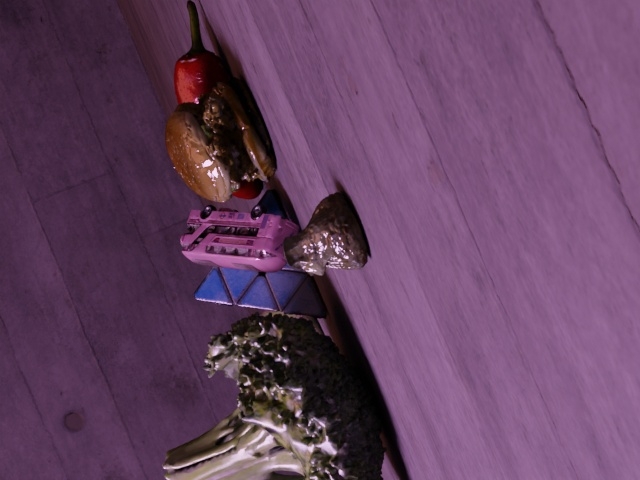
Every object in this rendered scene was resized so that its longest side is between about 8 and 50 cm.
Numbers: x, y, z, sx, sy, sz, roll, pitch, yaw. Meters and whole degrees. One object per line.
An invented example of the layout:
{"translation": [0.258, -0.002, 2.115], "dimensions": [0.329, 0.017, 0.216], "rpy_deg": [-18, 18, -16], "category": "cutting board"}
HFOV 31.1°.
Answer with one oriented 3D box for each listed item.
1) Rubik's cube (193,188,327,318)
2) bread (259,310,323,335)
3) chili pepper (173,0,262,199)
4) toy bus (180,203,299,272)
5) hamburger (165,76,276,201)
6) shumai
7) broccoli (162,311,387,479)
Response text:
{"translation": [-0.102, 0.010, 1.755], "dimensions": [0.211, 0.190, 0.178], "rpy_deg": [-136, 41, -60], "category": "Rubik's cube"}
{"translation": [-0.060, 0.215, 1.952], "dimensions": [0.228, 0.033, 0.228], "rpy_deg": [5, 96, 49], "category": "bread"}
{"translation": [-0.160, -0.176, 1.770], "dimensions": [0.137, 0.092, 0.368], "rpy_deg": [-105, 1, -50], "category": "chili pepper"}
{"translation": [-0.122, -0.004, 1.683], "dimensions": [0.203, 0.090, 0.063], "rpy_deg": [5, 162, 46], "category": "toy bus"}
{"translation": [-0.142, -0.136, 1.590], "dimensions": [0.159, 0.131, 0.185], "rpy_deg": [59, 165, 29], "category": "hamburger"}
{"translation": [0.000, 0.000, 1.196], "dimensions": [0.082, 0.080, 0.083], "rpy_deg": [-165, 54, -78], "category": "shumai"}
{"translation": [-0.044, 0.275, 1.630], "dimensions": [0.375, 0.302, 0.249], "rpy_deg": [64, -149, -12], "category": "broccoli"}
